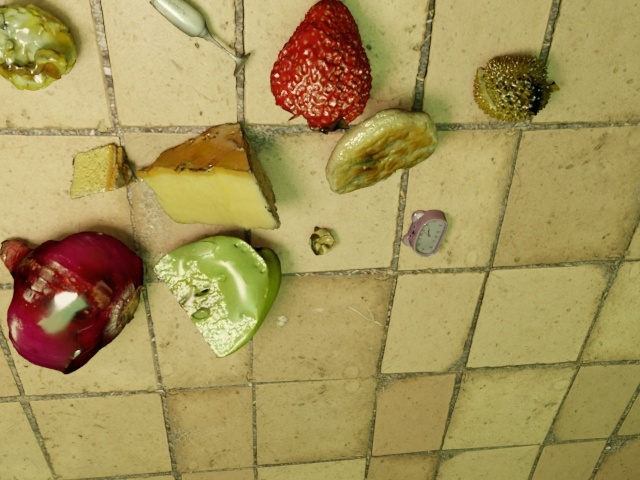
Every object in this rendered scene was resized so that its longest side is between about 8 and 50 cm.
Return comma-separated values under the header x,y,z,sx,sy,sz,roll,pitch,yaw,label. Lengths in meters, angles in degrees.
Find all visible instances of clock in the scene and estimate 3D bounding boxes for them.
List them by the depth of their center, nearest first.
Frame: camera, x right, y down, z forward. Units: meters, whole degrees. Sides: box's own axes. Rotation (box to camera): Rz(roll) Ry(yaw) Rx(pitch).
x,y,z,sx,sy,sz,roll,pitch,yaw,label
0.325,-0.021,1.752,0.109,0.050,0.153,8,122,-13,clock

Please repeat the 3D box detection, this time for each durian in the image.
x,y,z,sx,sy,sz,roll,pitch,yaw,label
0.530,-0.385,1.481,0.237,0.138,0.194,-6,125,-5,durian

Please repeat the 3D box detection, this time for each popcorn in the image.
x,y,z,sx,sy,sz,roll,pitch,yaw,label
-0.643,-0.425,1.260,0.197,0.212,0.198,-29,148,-20,popcorn

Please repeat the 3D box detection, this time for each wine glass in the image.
x,y,z,sx,sy,sz,roll,pitch,yaw,label
-0.287,-0.498,1.333,0.262,0.074,0.074,35,113,-26,wine glass

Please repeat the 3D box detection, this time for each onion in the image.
x,y,z,sx,sy,sz,roll,pitch,yaw,label
-0.725,0.124,1.545,0.420,0.398,0.398,33,116,0,onion

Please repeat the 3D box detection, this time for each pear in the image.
x,y,z,sx,sy,sz,roll,pitch,yaw,label
-0.263,0.125,1.665,0.318,0.238,0.343,-35,88,-1,pear

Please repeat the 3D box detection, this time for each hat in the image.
x,y,z,sx,sy,sz,roll,pitch,yaw,label
-0.001,0.000,1.718,0.076,0.059,0.077,-31,130,-6,hat

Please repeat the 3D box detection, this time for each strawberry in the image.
x,y,z,sx,sy,sz,roll,pitch,yaw,label
0.015,-0.401,1.329,0.261,0.261,0.258,25,126,-23,strawberry

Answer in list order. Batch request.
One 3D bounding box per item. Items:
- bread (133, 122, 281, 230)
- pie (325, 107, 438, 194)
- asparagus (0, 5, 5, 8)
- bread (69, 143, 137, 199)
x,y,z,sx,sy,sz,roll,pitch,yaw,label
-0.285,-0.123,1.475,0.315,0.279,0.248,-29,131,-2,bread
0.156,-0.229,1.498,0.337,0.075,0.337,-19,158,-8,pie
-0.801,-0.463,1.302,0.236,0.034,0.027,-38,129,20,asparagus
-0.575,-0.169,1.472,0.147,0.152,0.127,-13,117,3,bread
